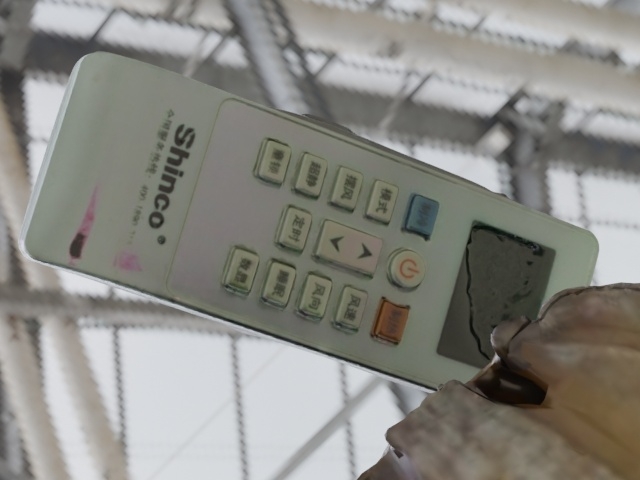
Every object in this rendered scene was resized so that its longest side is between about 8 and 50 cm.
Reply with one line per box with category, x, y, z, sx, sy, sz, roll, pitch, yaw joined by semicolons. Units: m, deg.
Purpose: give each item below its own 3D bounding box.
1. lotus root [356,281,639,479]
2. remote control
lotus root;0.132;0.156;0.394;0.329;0.167;0.078;49;170;17
remote control;0.000;0.000;0.560;0.166;0.029;0.065;20;-100;-21
